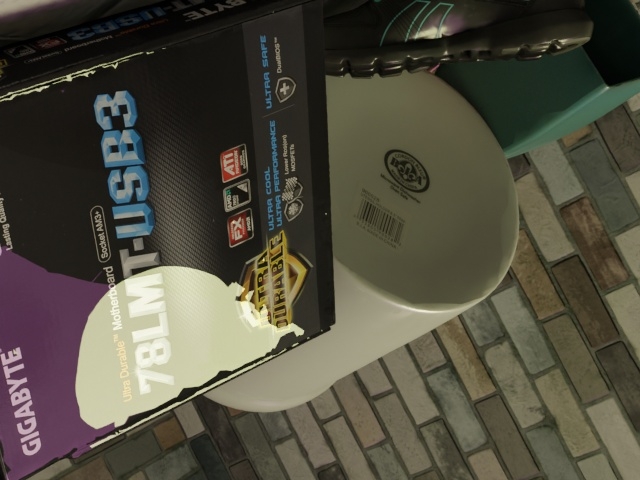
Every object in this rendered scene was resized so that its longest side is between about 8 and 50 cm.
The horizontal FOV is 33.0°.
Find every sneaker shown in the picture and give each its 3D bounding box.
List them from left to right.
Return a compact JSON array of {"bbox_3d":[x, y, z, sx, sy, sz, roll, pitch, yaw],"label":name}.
[{"bbox_3d":[0.100,-0.203,0.954,0.268,0.106,0.101,-7,-178,1],"label":"sneaker"}]

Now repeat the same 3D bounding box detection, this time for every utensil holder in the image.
[{"bbox_3d":[0.000,0.000,1.289,0.328,0.327,0.385,-24,173,-38],"label":"utensil holder"}]

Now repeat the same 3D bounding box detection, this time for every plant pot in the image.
[{"bbox_3d":[0.246,-0.192,1.267,0.166,0.165,0.234,-19,165,-45],"label":"plant pot"}]

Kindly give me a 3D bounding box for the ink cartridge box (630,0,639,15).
[{"bbox_3d":[0.398,-0.290,1.491,0.056,0.135,0.099,-21,173,-34],"label":"ink cartridge box"}]

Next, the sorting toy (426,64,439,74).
[{"bbox_3d":[0.180,-0.242,1.413,0.229,0.041,0.307,-33,168,30],"label":"sorting toy"}]

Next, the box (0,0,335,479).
[{"bbox_3d":[-0.125,-0.010,0.758,0.293,0.295,0.073,-25,-141,-32],"label":"box"}]
